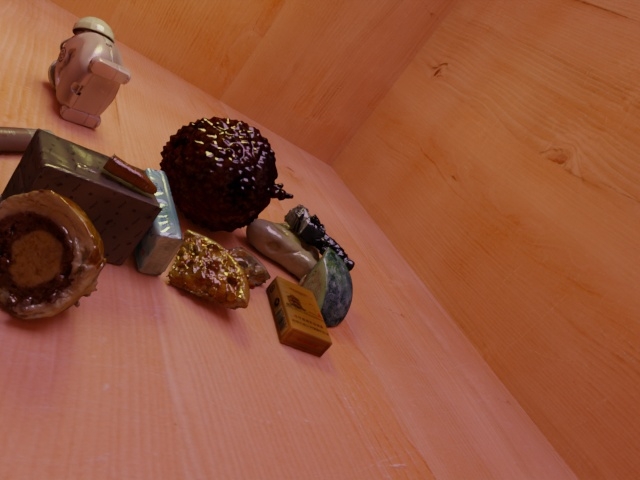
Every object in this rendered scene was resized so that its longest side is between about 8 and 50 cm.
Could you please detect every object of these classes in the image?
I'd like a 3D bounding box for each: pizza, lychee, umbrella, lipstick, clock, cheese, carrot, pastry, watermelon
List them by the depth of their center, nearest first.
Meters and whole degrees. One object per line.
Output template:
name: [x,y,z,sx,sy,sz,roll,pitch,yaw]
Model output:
pastry: [-0.571,0.024,1.023,0.256,0.237,0.170,42,0,13]
carrot: [-0.472,-0.163,1.212,0.139,0.048,0.048,34,18,-29]
lipstick: [-0.888,-0.292,1.387,0.070,0.070,0.254,41,18,6]
pizza: [-0.344,0.088,1.441,0.226,0.086,0.335,-13,52,-46]
pizza: [-0.294,0.097,1.620,0.189,0.071,0.297,48,25,15]
lychee: [-0.341,-0.234,1.771,0.500,0.424,0.424,25,19,0]
clock: [-0.889,-0.640,1.821,0.184,0.342,0.325,23,32,-54]
watermelon: [0.006,0.218,1.877,0.320,0.214,0.289,72,30,-43]
umbrella: [0.004,-0.004,1.987,0.358,0.113,0.106,44,-1,-1]
cheese: [-0.153,-0.007,2.049,0.351,0.129,0.328,36,20,-15]

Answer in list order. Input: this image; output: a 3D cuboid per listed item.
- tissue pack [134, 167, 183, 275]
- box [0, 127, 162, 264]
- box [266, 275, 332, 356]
tissue pack: [-0.482,-0.055,1.376,0.089,0.177,0.263,6,48,-42]
box: [-0.609,-0.101,1.228,0.297,0.225,0.190,23,24,-44]
box: [-0.077,0.257,1.655,0.174,0.076,0.274,30,20,-32]
